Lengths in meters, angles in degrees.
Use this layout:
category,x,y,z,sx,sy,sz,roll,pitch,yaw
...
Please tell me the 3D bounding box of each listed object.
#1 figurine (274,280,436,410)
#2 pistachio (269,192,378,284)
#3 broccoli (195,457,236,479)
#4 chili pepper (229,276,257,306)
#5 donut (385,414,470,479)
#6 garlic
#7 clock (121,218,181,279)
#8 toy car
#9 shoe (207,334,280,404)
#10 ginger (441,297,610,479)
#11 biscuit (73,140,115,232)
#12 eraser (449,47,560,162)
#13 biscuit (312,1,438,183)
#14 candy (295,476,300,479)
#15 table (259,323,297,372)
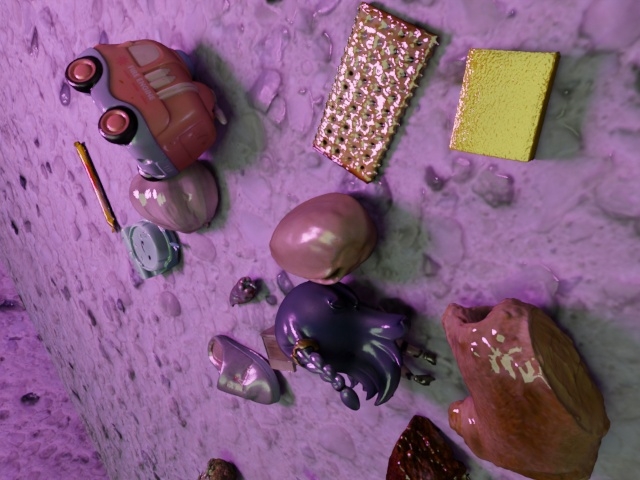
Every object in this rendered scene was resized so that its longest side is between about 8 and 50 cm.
category,x,y,z,sx,sy,sz,roll,pitch,yaw
figurine,0.046,0.168,0.690,0.265,0.197,0.175,16,81,37
pistachio,0.000,0.000,0.686,0.223,0.126,0.152,-16,63,47
broccoli,-0.313,0.724,1.228,0.131,0.120,0.130,107,149,-69
chili pepper,-0.176,0.117,0.929,0.153,0.041,0.050,-47,55,57
donut,0.176,0.431,0.713,0.144,0.126,0.186,32,125,34
garlic,-0.340,-0.093,0.917,0.230,0.143,0.177,-12,98,33
clock,-0.445,0.008,1.090,0.211,0.066,0.159,-23,93,42
toy car,-0.319,-0.264,0.790,0.270,0.213,0.180,53,171,13
shoe,-0.207,0.321,0.996,0.251,0.100,0.103,26,121,33
ginger,0.254,0.206,0.554,0.275,0.130,0.221,56,140,14
biscuit,-0.683,-0.163,1.246,0.048,0.026,0.291,-15,98,61
eraser,0.218,-0.163,0.491,0.097,0.045,0.122,19,117,32
biscuit,0.070,-0.210,0.612,0.139,0.016,0.231,38,127,22
candy,0.039,0.677,0.960,0.292,0.059,0.086,51,134,13
table,-0.071,0.225,0.868,0.079,0.062,0.083,-6,103,40
